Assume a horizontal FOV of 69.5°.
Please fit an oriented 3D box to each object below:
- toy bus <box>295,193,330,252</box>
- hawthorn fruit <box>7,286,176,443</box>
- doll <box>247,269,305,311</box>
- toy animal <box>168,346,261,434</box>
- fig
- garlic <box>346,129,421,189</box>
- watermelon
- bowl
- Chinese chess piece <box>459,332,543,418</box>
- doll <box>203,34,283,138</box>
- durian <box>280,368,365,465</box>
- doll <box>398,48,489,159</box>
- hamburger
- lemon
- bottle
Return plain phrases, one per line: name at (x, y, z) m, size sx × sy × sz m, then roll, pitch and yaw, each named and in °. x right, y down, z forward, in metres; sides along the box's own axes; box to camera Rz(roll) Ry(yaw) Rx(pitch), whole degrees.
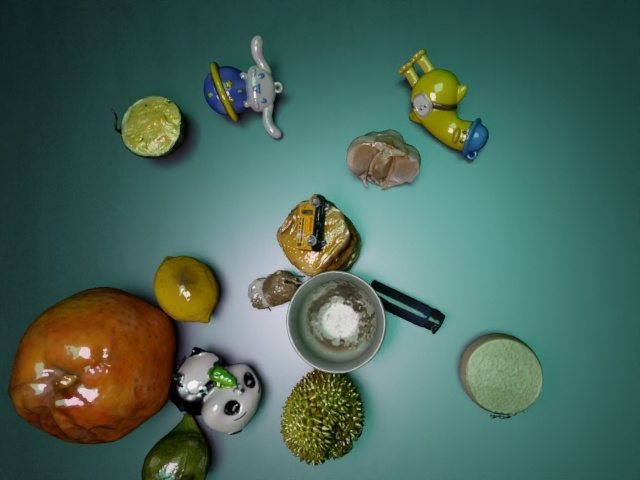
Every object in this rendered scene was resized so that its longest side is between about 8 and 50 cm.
toy bus at (-0.025, -0.049, 1.311) m, size 0.074 × 0.069 × 0.162 m, roll 3°, pitch 84°, yaw 27°
hawthorn fruit at (-0.659, 0.368, 1.340) m, size 0.470 × 0.472 × 0.473 m, roll -1°, pitch 85°, yaw 8°
doll at (-0.130, 0.144, 1.431) m, size 0.221 × 0.115 × 0.105 m, roll -31°, pitch 36°, yaw 28°
toy animal at (-0.311, 0.451, 1.390) m, size 0.266 × 0.212 × 0.213 m, roll 19°, pitch 87°, yaw 11°
fig at (-0.424, 0.634, 1.412) m, size 0.202 × 0.203 × 0.236 m, roll 4°, pitch 64°, yaw 8°
garlic at (0.192, -0.266, 1.432) m, size 0.229 × 0.178 × 0.143 m, roll 10°, pitch 54°, yaw -8°
watermelon at (-0.553, -0.367, 1.543) m, size 0.231 × 0.127 × 0.204 m, roll -16°, pitch 83°, yaw 4°
bowl at (0.051, 0.240, 1.369) m, size 0.288 × 0.146 × 0.290 m, roll -1°, pitch 79°, yaw 7°
Chinese chess piece at (0.521, 0.389, 1.339) m, size 0.237 × 0.092 × 0.238 m, roll -1°, pitch 84°, yaw 7°
doll at (-0.244, -0.466, 1.517) m, size 0.242 × 0.159 × 0.311 m, roll -27°, pitch 105°, yaw -8°
durian at (0.000, 0.494, 1.324) m, size 0.224 × 0.291 × 0.291 m, roll 27°, pitch 88°, yaw 49°
doll at (0.377, -0.404, 1.426) m, size 0.199 × 0.145 × 0.363 m, roll -33°, pitch 90°, yaw 43°
hamburger at (0.000, 0.000, 1.418) m, size 0.244 × 0.163 × 0.245 m, roll -1°, pitch 85°, yaw 16°
lemon at (-0.421, 0.151, 1.446) m, size 0.188 × 0.188 × 0.257 m, roll -39°, pitch 80°, yaw 3°
bottle at (0.258, 0.201, 1.406) m, size 0.244 × 0.082 × 0.072 m, roll 26°, pitch 133°, yaw 10°
